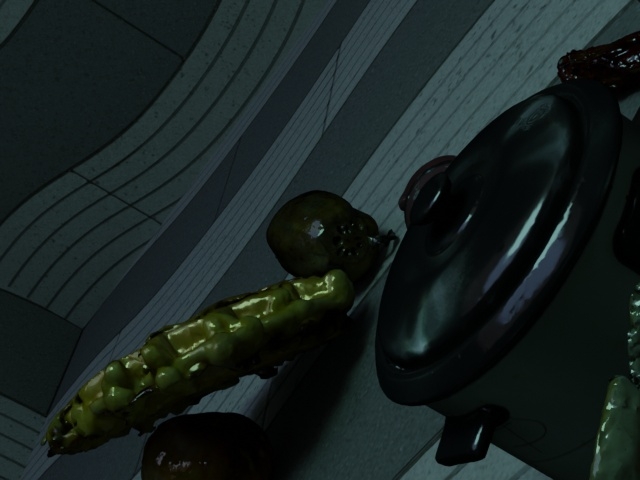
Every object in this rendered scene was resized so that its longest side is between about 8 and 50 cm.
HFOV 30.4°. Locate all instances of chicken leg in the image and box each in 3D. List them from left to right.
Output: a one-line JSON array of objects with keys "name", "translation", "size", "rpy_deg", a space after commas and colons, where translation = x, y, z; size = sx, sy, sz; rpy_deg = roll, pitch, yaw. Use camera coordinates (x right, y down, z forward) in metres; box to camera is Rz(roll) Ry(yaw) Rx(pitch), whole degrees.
[{"name": "chicken leg", "translation": [0.275, -0.172, 1.150], "size": [0.093, 0.053, 0.205], "rpy_deg": [-38, 17, -15]}]

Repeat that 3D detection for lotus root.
[{"name": "lotus root", "translation": [0.000, 0.000, 1.555], "size": [0.123, 0.124, 0.241], "rpy_deg": [-50, 14, -9]}]

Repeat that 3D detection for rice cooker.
[{"name": "rice cooker", "translation": [0.158, 0.030, 0.764], "size": [0.281, 0.227, 0.241], "rpy_deg": [-64, 15, -23]}]

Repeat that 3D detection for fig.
[{"name": "fig", "translation": [-0.152, 0.323, 1.427], "size": [0.159, 0.159, 0.257], "rpy_deg": [-85, 13, -60]}]

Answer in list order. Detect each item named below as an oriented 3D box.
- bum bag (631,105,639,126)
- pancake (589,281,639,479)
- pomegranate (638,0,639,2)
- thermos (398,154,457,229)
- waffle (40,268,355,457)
[{"name": "bum bag", "translation": [0.305, -0.108, 0.962], "size": [0.109, 0.026, 0.159], "rpy_deg": [-60, 15, -9]}, {"name": "pancake", "translation": [0.168, 0.143, 0.566], "size": [0.037, 0.254, 0.254], "rpy_deg": [-4, 45, 25]}, {"name": "pomegranate", "translation": [0.329, -0.234, 0.661], "size": [0.338, 0.338, 0.338], "rpy_deg": [-53, 15, 21]}, {"name": "thermos", "translation": [0.150, -0.016, 1.120], "size": [0.136, 0.109, 0.330], "rpy_deg": [-55, 15, 15]}, {"name": "waffle", "translation": [-0.148, 0.155, 1.423], "size": [0.379, 0.095, 0.382], "rpy_deg": [-21, -11, -39]}]
